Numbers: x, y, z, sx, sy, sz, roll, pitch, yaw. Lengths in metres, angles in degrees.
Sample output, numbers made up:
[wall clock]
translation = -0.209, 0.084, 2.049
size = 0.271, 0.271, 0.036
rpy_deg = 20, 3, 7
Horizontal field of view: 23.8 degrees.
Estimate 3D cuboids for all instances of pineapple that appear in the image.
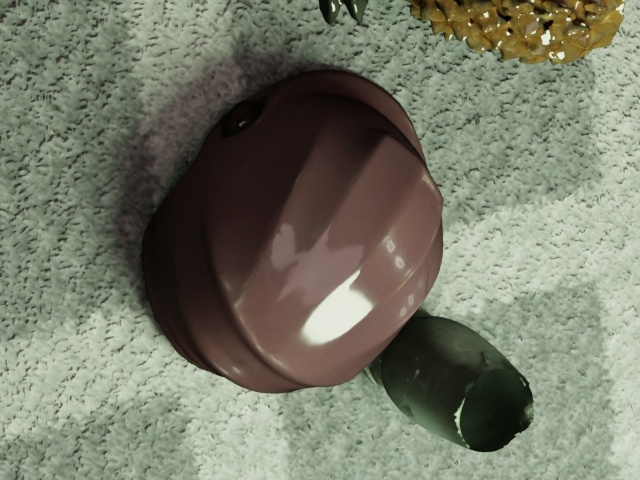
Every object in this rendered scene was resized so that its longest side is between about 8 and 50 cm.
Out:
[pineapple]
translation = 0.107, -0.282, 1.429
size = 0.357, 0.223, 0.222
rpy_deg = 1, 102, -17

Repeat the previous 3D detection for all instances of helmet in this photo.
[helmet]
translation = 0.000, 0.000, 1.442
size = 0.338, 0.197, 0.271
rpy_deg = -44, 114, -9

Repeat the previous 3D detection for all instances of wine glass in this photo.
[wine glass]
translation = 0.125, 0.137, 1.529
size = 0.111, 0.204, 0.111
rpy_deg = -9, 109, -26
